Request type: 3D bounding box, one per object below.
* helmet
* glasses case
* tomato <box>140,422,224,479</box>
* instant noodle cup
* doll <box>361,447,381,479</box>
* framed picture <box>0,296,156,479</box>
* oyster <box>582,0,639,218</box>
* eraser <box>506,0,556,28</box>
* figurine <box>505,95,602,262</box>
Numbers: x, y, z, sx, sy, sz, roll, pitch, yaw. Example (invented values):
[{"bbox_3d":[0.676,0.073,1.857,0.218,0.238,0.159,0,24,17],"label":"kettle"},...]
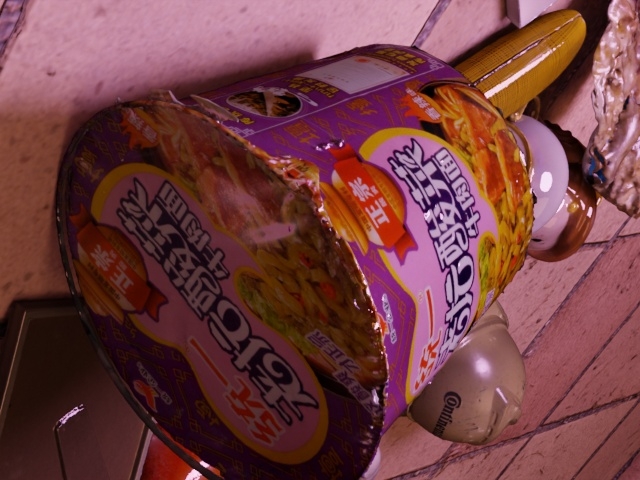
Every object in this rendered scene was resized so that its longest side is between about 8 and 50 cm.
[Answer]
[{"bbox_3d":[0.213,0.201,1.852,0.204,0.137,0.257,-36,153,-15],"label":"helmet"},{"bbox_3d":[0.165,-0.152,1.330,0.234,0.064,0.079,-34,165,-18],"label":"glasses case"},{"bbox_3d":[-0.155,0.263,1.412,0.167,0.167,0.167,-33,153,-20],"label":"tomato"},{"bbox_3d":[0.000,0.000,1.069,0.266,0.340,0.339,-32,153,-40],"label":"instant noodle cup"},{"bbox_3d":[0.040,0.201,1.589,0.110,0.107,0.180,86,24,-69],"label":"doll"},{"bbox_3d":[-0.227,0.187,1.229,0.211,0.020,0.289,-1,111,-54],"label":"framed picture"},{"bbox_3d":[0.322,-0.158,1.431,0.223,0.083,0.214,63,33,-59],"label":"oyster"},{"bbox_3d":[0.214,-0.274,1.266,0.104,0.023,0.150,-39,153,-10],"label":"eraser"},{"bbox_3d":[0.224,-0.059,1.476,0.263,0.142,0.189,17,96,-61],"label":"figurine"}]
